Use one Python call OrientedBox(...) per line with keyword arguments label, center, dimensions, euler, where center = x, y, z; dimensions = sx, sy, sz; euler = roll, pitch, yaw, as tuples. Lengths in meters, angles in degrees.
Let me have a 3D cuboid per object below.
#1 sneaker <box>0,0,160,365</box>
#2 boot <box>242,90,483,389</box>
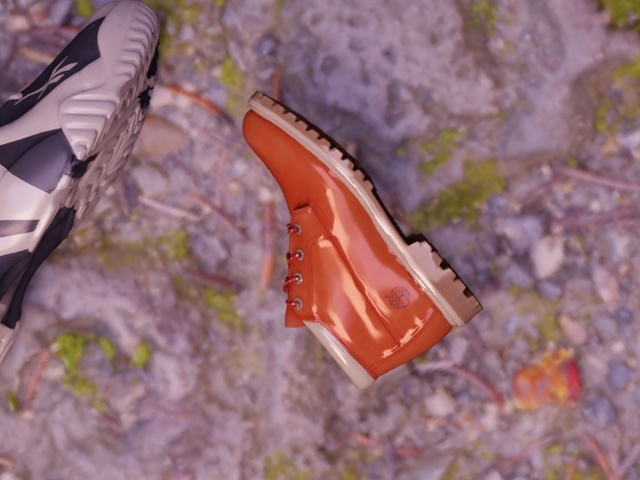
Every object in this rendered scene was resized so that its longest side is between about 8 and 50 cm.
OrientedBox(label="sneaker", center=(-0.191, -0.042, 0.980), dimensions=(0.153, 0.094, 0.235), euler=(29, 89, 5))
OrientedBox(label="boot", center=(0.000, 0.000, 0.988), dimensions=(0.085, 0.059, 0.158), euler=(-40, 87, 6))
